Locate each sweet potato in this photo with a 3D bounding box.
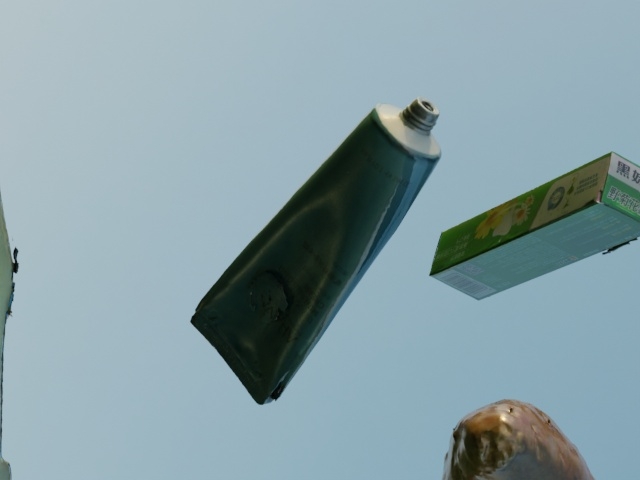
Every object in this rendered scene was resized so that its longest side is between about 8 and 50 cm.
[{"bbox_3d":[0.109,0.146,0.820,0.252,0.097,0.097,68,7,-54],"label":"sweet potato"}]

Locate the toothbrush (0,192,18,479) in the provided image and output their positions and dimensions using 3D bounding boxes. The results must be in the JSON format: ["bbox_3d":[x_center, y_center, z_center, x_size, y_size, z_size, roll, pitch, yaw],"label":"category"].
[{"bbox_3d":[-0.109,-0.020,0.492,0.028,0.026,0.294,17,-65,25],"label":"toothbrush"}]

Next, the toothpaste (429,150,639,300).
[{"bbox_3d":[0.131,-0.005,0.949,0.178,0.043,0.037,-29,-142,58],"label":"toothpaste"}]

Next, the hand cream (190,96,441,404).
[{"bbox_3d":[0.000,0.000,0.964,0.083,0.048,0.224,48,-61,20],"label":"hand cream"}]
